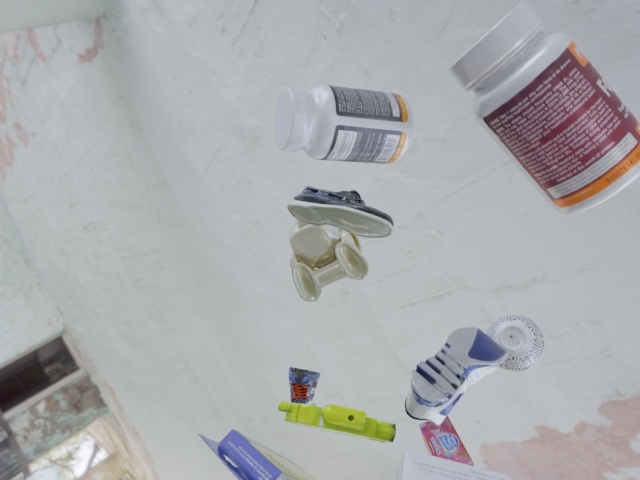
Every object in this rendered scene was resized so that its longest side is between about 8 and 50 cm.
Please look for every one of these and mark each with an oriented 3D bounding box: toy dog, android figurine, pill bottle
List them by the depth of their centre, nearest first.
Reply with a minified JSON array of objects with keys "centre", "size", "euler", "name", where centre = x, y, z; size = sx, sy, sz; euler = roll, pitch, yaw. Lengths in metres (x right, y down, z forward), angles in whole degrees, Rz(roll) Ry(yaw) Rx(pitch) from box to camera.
[{"centre":[0.458,-0.267,1.036],"size":[0.392,0.224,0.224],"euler":[48,-34,-5],"name":"pill bottle"},{"centre":[0.049,-0.254,1.118],"size":[0.162,0.278,0.162],"euler":[180,-90,-68],"name":"pill bottle"},{"centre":[0.032,0.422,1.196],"size":[0.273,0.056,0.248],"euler":[13,-22,1],"name":"android figurine"},{"centre":[0.000,0.000,2.015],"size":[0.284,0.408,0.395],"euler":[-35,-80,15],"name":"toy dog"}]

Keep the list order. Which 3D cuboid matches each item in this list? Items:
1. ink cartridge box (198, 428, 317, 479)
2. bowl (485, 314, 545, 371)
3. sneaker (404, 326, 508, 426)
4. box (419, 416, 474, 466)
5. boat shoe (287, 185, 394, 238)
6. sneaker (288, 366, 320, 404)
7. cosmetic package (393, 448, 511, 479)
[{"centre":[-0.129,0.581,1.300],"size":[0.307,0.072,0.303],"euler":[42,-19,-26],"name":"ink cartridge box"},{"centre":[0.565,0.293,1.492],"size":[0.170,0.170,0.080],"euler":[34,-4,31],"name":"bowl"},{"centre":[0.304,0.343,1.250],"size":[0.127,0.315,0.182],"euler":[45,-45,29],"name":"sneaker"},{"centre":[0.471,0.789,1.880],"size":[0.257,0.122,0.128],"euler":[-112,-177,-66],"name":"box"},{"centre":[0.067,-0.094,1.446],"size":[0.340,0.113,0.127],"euler":[10,-31,38],"name":"boat shoe"},{"centre":[-0.044,0.390,1.332],"size":[0.083,0.087,0.221],"euler":[6,-27,9],"name":"sneaker"},{"centre":[0.227,0.612,1.019],"size":[0.217,0.156,0.385],"euler":[13,-56,6],"name":"cosmetic package"}]
